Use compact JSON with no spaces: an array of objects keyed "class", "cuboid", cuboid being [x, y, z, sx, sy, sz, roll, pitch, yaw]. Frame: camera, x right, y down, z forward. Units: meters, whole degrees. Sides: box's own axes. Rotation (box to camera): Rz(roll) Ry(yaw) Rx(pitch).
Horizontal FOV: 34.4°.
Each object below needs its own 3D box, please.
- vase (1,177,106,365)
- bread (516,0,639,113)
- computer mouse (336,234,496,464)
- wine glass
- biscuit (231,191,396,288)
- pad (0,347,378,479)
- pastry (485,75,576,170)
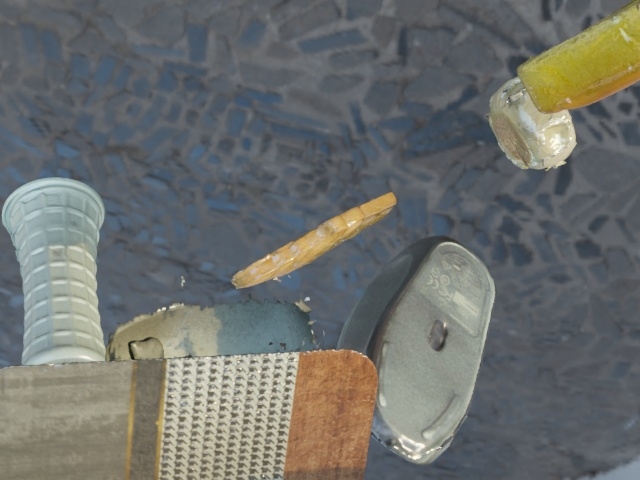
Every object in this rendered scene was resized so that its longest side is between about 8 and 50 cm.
[{"class":"vase","cuboid":[-0.345,0.069,1.361,0.143,0.299,0.143,-9,138,-8]},{"class":"bread","cuboid":[0.376,-0.247,1.360,0.245,0.102,0.094,-27,104,40]},{"class":"computer mouse","cuboid":[0.135,0.153,1.451,0.203,0.374,0.114,40,139,-12]},{"class":"wine glass","cuboid":[-0.076,0.221,0.888,0.190,0.190,0.357,1,104,20]},{"class":"biscuit","cuboid":[0.000,0.000,1.227,0.035,0.250,0.162,61,149,-1]},{"class":"pad","cuboid":[-0.085,0.227,0.630,0.249,0.323,0.055,-1,-178,-22]},{"class":"pastry","cuboid":[0.338,-0.185,1.663,0.088,0.166,0.166,-32,147,-9]}]
